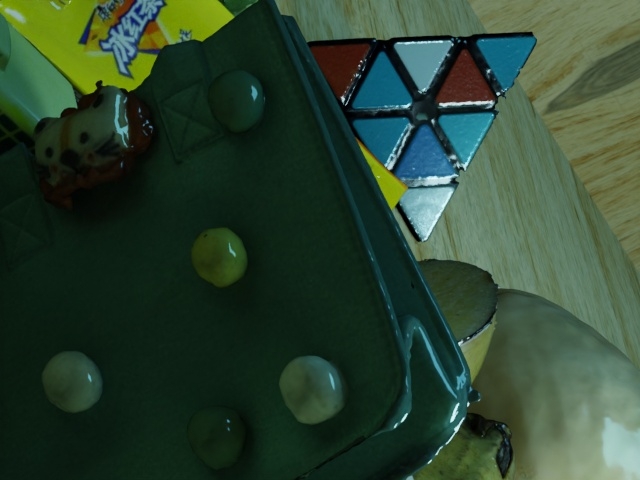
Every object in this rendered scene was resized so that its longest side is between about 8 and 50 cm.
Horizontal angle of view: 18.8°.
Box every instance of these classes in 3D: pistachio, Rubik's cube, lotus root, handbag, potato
[{"bbox_3d":[0.220,0.185,1.891,0.230,0.230,0.309,50,10,-40],"label":"pistachio"},{"bbox_3d":[0.089,-0.115,2.275,0.250,0.284,0.234,3,81,-45],"label":"Rubik's cube"},{"bbox_3d":[0.100,0.221,1.680,0.110,0.097,0.258,37,24,9],"label":"lotus root"},{"bbox_3d":[-0.084,0.041,1.050,0.100,0.268,0.274,16,48,-58],"label":"handbag"},{"bbox_3d":[0.073,0.109,1.692,0.202,0.182,0.117,-74,156,-63],"label":"potato"}]

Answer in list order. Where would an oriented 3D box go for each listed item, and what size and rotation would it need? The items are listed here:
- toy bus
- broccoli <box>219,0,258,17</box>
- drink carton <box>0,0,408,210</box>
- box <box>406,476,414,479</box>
[{"bbox_3d":[-0.220,-0.094,1.129,0.175,0.101,0.088,47,24,-49],"label":"toy bus"},{"bbox_3d":[-0.123,-0.152,1.480,0.195,0.156,0.195,8,90,-73],"label":"broccoli"},{"bbox_3d":[-0.111,-0.107,1.317,0.351,0.111,0.154,42,-12,-36],"label":"drink carton"},{"bbox_3d":[0.023,0.250,1.369,0.221,0.091,0.274,63,14,5],"label":"box"}]
